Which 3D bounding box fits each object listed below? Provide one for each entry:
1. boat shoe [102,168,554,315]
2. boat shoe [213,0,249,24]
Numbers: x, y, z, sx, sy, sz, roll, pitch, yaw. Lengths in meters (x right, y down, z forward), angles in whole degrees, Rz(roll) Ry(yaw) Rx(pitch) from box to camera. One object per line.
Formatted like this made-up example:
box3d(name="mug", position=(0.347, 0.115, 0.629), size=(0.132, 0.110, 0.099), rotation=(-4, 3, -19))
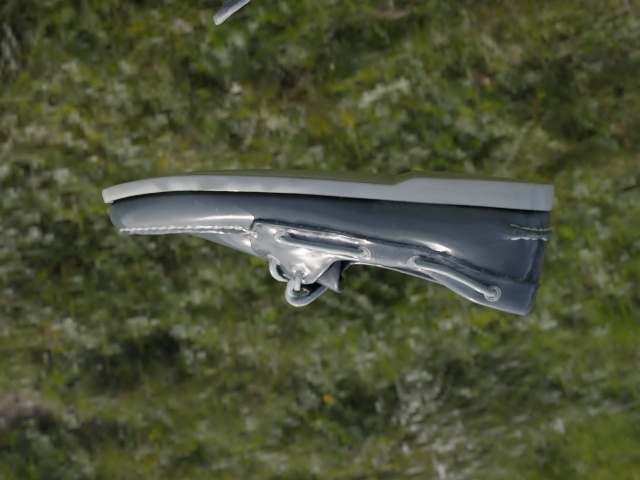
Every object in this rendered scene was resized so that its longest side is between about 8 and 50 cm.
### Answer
box3d(name="boat shoe", position=(0.000, 0.000, 1.006), size=(0.320, 0.099, 0.116), rotation=(2, -175, 11))
box3d(name="boat shoe", position=(-0.053, -0.185, 0.791), size=(0.113, 0.105, 0.306), rotation=(-45, 162, 17))
